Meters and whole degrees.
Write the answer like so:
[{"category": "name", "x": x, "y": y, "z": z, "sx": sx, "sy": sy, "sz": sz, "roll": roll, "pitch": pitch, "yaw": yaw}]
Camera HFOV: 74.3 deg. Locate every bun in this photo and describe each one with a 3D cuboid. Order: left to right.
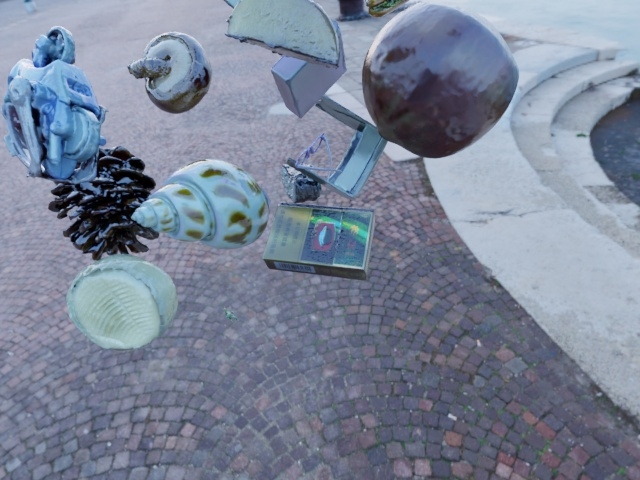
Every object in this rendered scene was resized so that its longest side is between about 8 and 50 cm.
[{"category": "bun", "x": -0.486, "y": 0.142, "z": 1.068, "sx": 0.259, "sy": 0.259, "sz": 0.152, "roll": -4, "pitch": 20, "yaw": 6}]

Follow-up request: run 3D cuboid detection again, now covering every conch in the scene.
[{"category": "conch", "x": -0.282, "y": -0.081, "z": 1.078, "sx": 0.368, "sy": 0.249, "sz": 0.197, "roll": -16, "pitch": 11, "yaw": -22}]

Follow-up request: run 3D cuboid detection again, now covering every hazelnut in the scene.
[{"category": "hazelnut", "x": 0.317, "y": -0.438, "z": 1.174, "sx": 0.421, "sy": 0.421, "sz": 0.353, "roll": -20, "pitch": 7, "yaw": -16}]

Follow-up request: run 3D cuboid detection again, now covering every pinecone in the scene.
[{"category": "pinecone", "x": -0.568, "y": -0.082, "z": 1.133, "sx": 0.298, "sy": 0.296, "sz": 0.242, "roll": -32, "pitch": -4, "yaw": 33}]

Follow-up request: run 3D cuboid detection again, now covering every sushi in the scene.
[{"category": "sushi", "x": -0.075, "y": -0.231, "z": 1.677, "sx": 0.127, "sy": 0.124, "sz": 0.225, "roll": -10, "pitch": 31, "yaw": -17}]

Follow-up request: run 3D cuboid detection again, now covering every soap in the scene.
[{"category": "soap", "x": -0.034, "y": -0.660, "z": 1.635, "sx": 0.107, "sy": 0.285, "sz": 0.296, "roll": 41, "pitch": 85, "yaw": 13}]

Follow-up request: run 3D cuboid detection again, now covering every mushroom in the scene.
[{"category": "mushroom", "x": -0.528, "y": -0.598, "z": 1.515, "sx": 0.278, "sy": 0.163, "sz": 0.297, "roll": -6, "pitch": 77, "yaw": -5}]

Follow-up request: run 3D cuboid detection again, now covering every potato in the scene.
[{"category": "potato", "x": -0.025, "y": -0.281, "z": 0.545, "sx": 0.172, "sy": 0.089, "sz": 0.100, "roll": 24, "pitch": 19, "yaw": 23}]

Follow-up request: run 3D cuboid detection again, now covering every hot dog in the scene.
[{"category": "hot dog", "x": 0.287, "y": -0.916, "z": 1.519, "sx": 0.337, "sy": 0.135, "sz": 0.100, "roll": -40, "pitch": 47, "yaw": -14}]

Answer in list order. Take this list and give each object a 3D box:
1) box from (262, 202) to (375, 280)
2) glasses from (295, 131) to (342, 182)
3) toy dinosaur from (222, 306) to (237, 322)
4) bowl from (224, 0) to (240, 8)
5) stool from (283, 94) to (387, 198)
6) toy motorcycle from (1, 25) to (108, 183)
[{"category": "box", "x": 0.000, "y": 0.000, "z": 0.992, "sx": 0.240, "sy": 0.071, "sz": 0.159, "roll": 5, "pitch": 60, "yaw": 13}, {"category": "glasses", "x": 0.009, "y": -0.209, "z": 1.110, "sx": 0.104, "sy": 0.062, "sz": 0.140, "roll": 35, "pitch": 55, "yaw": 8}, {"category": "toy dinosaur", "x": -0.344, "y": 0.265, "z": 1.565, "sx": 0.029, "sy": 0.060, "sz": 0.119, "roll": -42, "pitch": 36, "yaw": -6}, {"category": "bowl", "x": -0.151, "y": -0.649, "z": 0.876, "sx": 0.185, "sy": 0.354, "sz": 0.354, "roll": -52, "pitch": 47, "yaw": -5}, {"category": "stool", "x": 0.052, "y": -0.310, "z": 1.445, "sx": 0.269, "sy": 0.243, "sz": 0.170, "roll": 28, "pitch": 2, "yaw": -12}, {"category": "toy motorcycle", "x": -0.592, "y": -0.280, "z": 0.897, "sx": 0.241, "sy": 0.182, "sz": 0.319, "roll": -20, "pitch": 77, "yaw": -3}]
